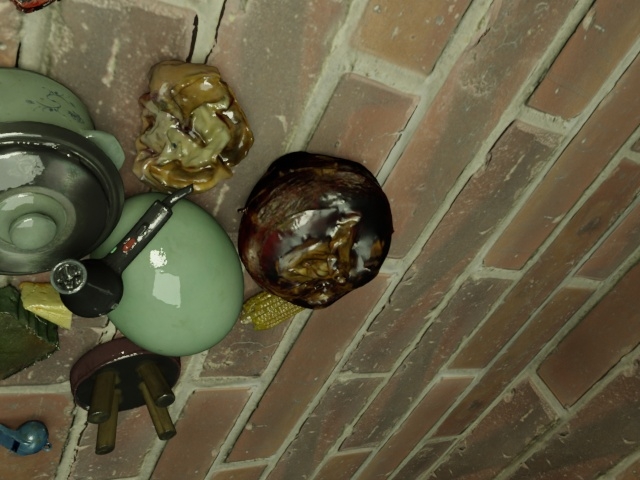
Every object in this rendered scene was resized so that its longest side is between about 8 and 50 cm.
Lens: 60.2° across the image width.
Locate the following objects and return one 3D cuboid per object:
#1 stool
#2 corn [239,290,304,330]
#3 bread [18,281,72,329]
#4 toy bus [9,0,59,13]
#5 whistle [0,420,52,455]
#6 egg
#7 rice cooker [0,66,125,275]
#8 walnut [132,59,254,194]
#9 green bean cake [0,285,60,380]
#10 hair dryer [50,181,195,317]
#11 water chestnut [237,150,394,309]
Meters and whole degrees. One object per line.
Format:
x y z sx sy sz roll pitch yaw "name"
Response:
-0.468 0.382 1.363 0.272 0.178 0.272 -15 137 -15 "stool"
-0.084 0.149 1.407 0.262 0.097 0.097 -25 137 -7 "corn"
-0.570 0.139 1.147 0.109 0.084 0.080 5 126 -32 "bread"
-0.435 -0.408 0.711 0.096 0.073 0.235 -27 138 12 "toy bus"
-0.755 0.493 1.406 0.158 0.090 0.090 31 119 0 "whistle"
-0.293 0.075 1.089 0.276 0.276 0.389 -22 140 -8 "egg"
-0.449 -0.098 0.824 0.317 0.316 0.264 -20 139 -9 "rice cooker"
-0.227 -0.203 0.964 0.204 0.141 0.238 -6 133 -40 "walnut"
-0.662 0.192 1.143 0.173 0.094 0.181 -29 138 1 "green bean cake"
-0.292 -0.005 0.835 0.271 0.091 0.235 -54 -177 -16 "hair dryer"
0.000 0.000 1.123 0.335 0.347 0.335 -11 128 -15 "water chestnut"
